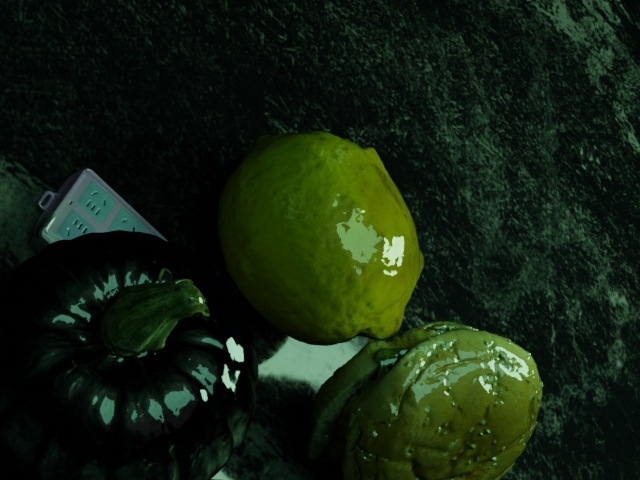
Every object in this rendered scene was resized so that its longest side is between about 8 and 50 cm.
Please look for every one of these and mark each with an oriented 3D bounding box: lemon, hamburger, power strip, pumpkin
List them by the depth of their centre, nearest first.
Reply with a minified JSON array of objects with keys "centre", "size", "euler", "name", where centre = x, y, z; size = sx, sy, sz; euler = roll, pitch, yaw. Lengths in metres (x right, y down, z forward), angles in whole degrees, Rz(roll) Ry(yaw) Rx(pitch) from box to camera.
[{"centre":[-0.199,0.116,1.297],"size":[0.296,0.296,0.295],"euler":[16,65,-38],"name":"pumpkin"},{"centre":[-0.207,0.040,1.497],"size":[0.279,0.037,0.109],"euler":[45,50,-22],"name":"power strip"},{"centre":[0.000,0.000,1.572],"size":[0.288,0.233,0.233],"euler":[53,47,1],"name":"lemon"},{"centre":[0.132,0.226,1.598],"size":[0.285,0.265,0.134],"euler":[-16,48,-26],"name":"hamburger"}]

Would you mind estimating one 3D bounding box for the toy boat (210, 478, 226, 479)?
[{"centre":[-0.185,0.320,1.392],"size":[0.392,0.079,0.136],"euler":[7,73,-42],"name":"toy boat"}]
